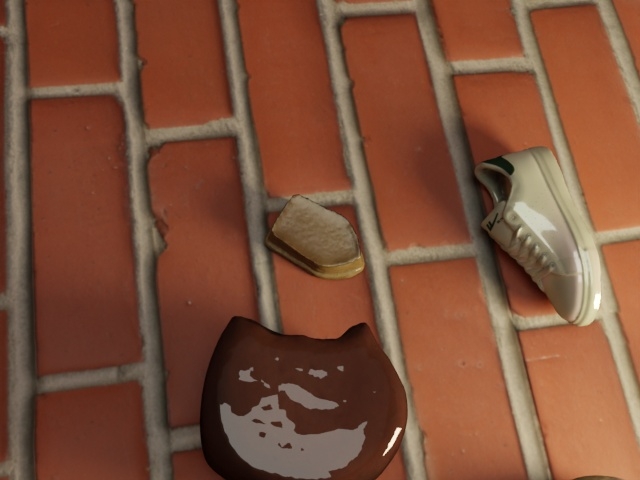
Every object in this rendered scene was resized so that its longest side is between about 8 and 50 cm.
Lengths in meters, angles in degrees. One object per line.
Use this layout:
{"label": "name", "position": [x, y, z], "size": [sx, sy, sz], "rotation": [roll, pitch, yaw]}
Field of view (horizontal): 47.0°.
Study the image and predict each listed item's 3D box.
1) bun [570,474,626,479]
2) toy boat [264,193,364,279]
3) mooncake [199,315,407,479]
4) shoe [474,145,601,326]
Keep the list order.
{"label": "bun", "position": [0.469, 0.502, 1.132], "size": [0.283, 0.179, 0.284], "rotation": [8, 64, -18]}
{"label": "toy boat", "position": [0.000, 0.000, 1.348], "size": [0.188, 0.061, 0.116], "rotation": [29, 68, 4]}
{"label": "mooncake", "position": [-0.041, 0.262, 1.183], "size": [0.325, 0.174, 0.334], "rotation": [-26, 71, -19]}
{"label": "shoe", "position": [0.391, -0.010, 1.367], "size": [0.160, 0.132, 0.363], "rotation": [-7, 66, -10]}
